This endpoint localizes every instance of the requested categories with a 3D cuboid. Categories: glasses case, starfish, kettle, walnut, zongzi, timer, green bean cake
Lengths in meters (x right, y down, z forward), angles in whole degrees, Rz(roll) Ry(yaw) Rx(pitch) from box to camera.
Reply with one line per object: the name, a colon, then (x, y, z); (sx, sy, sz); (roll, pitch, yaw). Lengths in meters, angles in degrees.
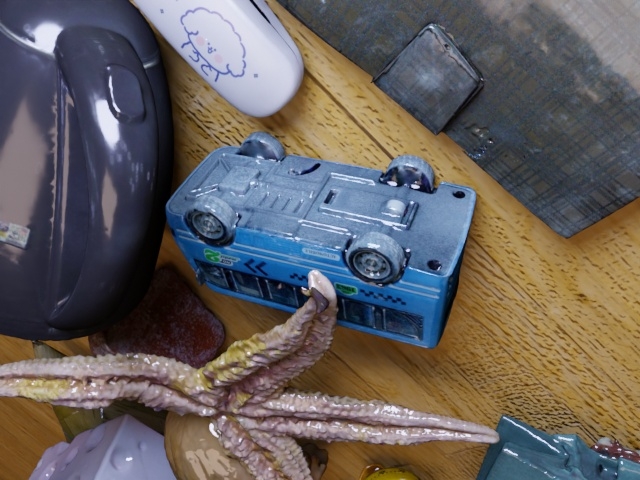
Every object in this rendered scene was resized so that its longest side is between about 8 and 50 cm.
glasses case: (-0.092, -0.182, 0.432); (0.076, 0.049, 0.197); (-29, 108, 41)
starfish: (-0.070, 0.186, 0.549); (0.384, 0.132, 0.398); (-27, 111, 30)
kettle: (-0.207, -0.060, 0.476); (0.268, 0.207, 0.290); (55, 132, 32)
walnut: (-0.118, 0.283, 0.739); (0.238, 0.141, 0.204); (26, 161, 12)
zongzi: (-0.339, 0.256, 0.908); (0.228, 0.115, 0.256); (-9, 109, 27)
timer: (0.098, 0.356, 0.731); (0.107, 0.109, 0.107); (-1, 99, -6)
green bean cake: (-0.195, 0.117, 0.676); (0.056, 0.136, 0.135); (-16, 119, 38)

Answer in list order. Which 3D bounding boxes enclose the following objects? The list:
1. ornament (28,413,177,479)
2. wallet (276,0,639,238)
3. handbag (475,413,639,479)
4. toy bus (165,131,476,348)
ornament: (-0.290, 0.430, 0.782); (0.240, 0.239, 0.240); (-29, 120, 33)
wallet: (0.105, -0.143, 0.359); (0.317, 0.044, 0.169); (39, 136, -4)
handbag: (0.297, 0.316, 0.602); (0.268, 0.100, 0.274); (18, 132, 20)
toy bus: (0.000, 0.000, 0.489); (0.246, 0.113, 0.134); (12, 137, 18)
